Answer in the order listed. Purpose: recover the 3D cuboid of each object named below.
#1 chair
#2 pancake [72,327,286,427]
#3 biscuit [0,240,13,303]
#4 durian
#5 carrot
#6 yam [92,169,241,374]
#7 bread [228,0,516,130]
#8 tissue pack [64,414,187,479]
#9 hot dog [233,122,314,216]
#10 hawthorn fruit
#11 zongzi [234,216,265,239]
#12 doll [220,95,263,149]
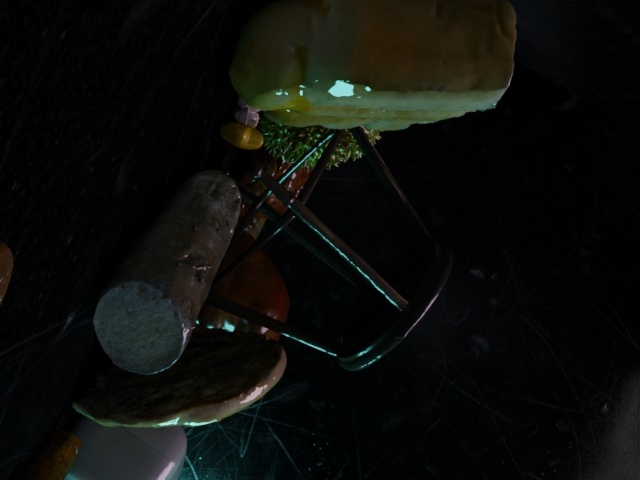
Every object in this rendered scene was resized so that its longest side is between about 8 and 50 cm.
[{"bbox_3d":[0.000,0.000,1.481,0.365,0.410,0.361,-41,-165,39],"label":"chair"},{"bbox_3d":[-0.248,0.242,1.427,0.382,0.383,0.071,-75,154,-78],"label":"pancake"},{"bbox_3d":[-0.229,0.047,0.471,0.124,0.026,0.175,-63,-176,-15],"label":"biscuit"},{"bbox_3d":[0.010,-0.273,1.688,0.291,0.291,0.224,-65,169,-54],"label":"durian"},{"bbox_3d":[-0.443,0.387,1.242,0.070,0.070,0.260,-59,-176,26],"label":"carrot"},{"bbox_3d":[-0.193,0.020,1.108,0.133,0.133,0.330,-58,-173,44],"label":"yam"},{"bbox_3d":[0.048,-0.263,1.073,0.300,0.342,0.210,167,-79,-77],"label":"bread"},{"bbox_3d":[-0.397,0.443,1.599,0.236,0.229,0.333,-56,180,-38],"label":"tissue pack"},{"bbox_3d":[-0.120,-0.164,1.954,0.266,0.174,0.387,-63,174,2],"label":"hot dog"},{"bbox_3d":[-0.209,0.131,1.845,0.308,0.308,0.324,126,-17,-68],"label":"hawthorn fruit"},{"bbox_3d":[-0.258,0.018,2.223,0.260,0.123,0.289,-59,-177,46],"label":"zongzi"},{"bbox_3d":[-0.123,-0.209,1.317,0.135,0.072,0.113,-93,-165,-59],"label":"doll"}]
